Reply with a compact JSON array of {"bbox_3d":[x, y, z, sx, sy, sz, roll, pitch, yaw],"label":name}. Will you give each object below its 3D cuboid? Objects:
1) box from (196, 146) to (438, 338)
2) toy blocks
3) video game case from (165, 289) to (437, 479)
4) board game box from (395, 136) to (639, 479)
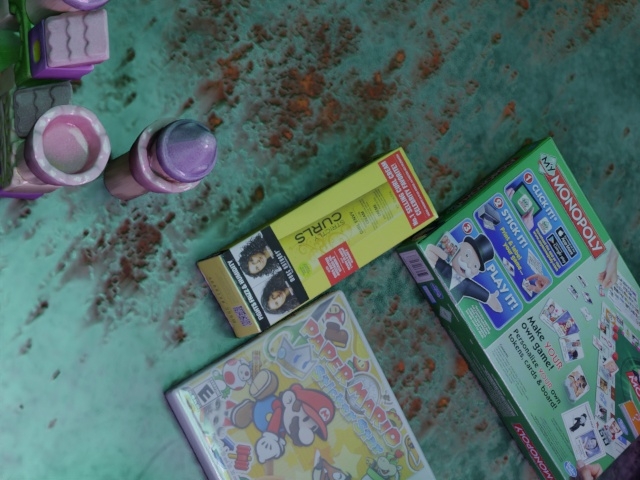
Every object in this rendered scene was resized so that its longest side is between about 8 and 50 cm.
[{"bbox_3d":[0.000,0.000,1.387,0.232,0.058,0.087,-31,97,-29],"label":"box"},{"bbox_3d":[-0.233,-0.174,1.171,0.309,0.260,0.289,-2,84,-29],"label":"toy blocks"},{"bbox_3d":[-0.011,0.192,1.371,0.206,0.026,0.227,-30,97,-29],"label":"video game case"},{"bbox_3d":[0.242,0.081,1.516,0.213,0.046,0.317,-37,100,-29],"label":"board game box"}]
